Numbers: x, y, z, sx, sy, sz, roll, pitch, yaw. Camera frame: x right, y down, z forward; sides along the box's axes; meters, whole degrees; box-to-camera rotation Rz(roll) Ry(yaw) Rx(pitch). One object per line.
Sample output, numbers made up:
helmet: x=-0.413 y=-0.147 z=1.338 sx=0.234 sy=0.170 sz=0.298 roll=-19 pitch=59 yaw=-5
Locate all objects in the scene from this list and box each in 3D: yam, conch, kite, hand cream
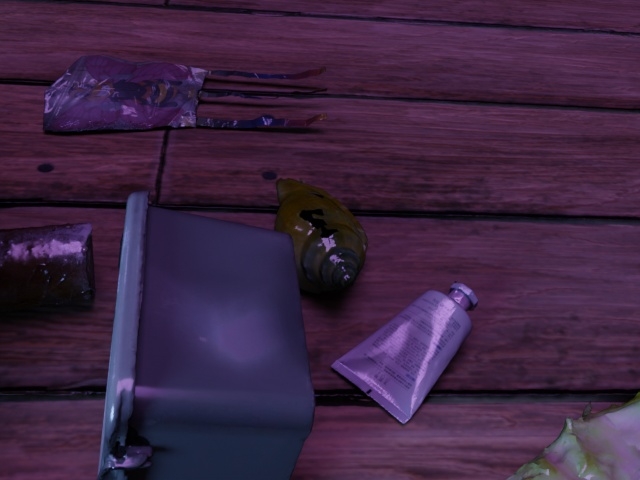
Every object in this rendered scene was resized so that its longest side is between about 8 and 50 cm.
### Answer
yam: x=-0.272 y=0.027 z=0.678 sx=0.141 sy=0.079 sz=0.079 roll=-6 pitch=42 yaw=-17
conch: x=0.000 y=-0.002 z=0.760 sx=0.095 sy=0.079 sz=0.200 roll=20 pitch=30 yaw=-14
kite: x=-0.171 y=-0.185 z=0.983 sx=0.360 sy=0.022 sz=0.204 roll=2 pitch=40 yaw=0
hand cream: x=0.087 y=0.091 z=0.685 sx=0.084 sy=0.053 sz=0.142 roll=34 pitch=63 yaw=29

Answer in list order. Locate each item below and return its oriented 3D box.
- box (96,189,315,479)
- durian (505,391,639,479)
box: x=-0.091 y=0.087 z=0.580 sx=0.135 sy=0.163 sz=0.243 roll=6 pitch=39 yaw=-15
durian: x=0.159 y=0.197 z=0.489 sx=0.352 sy=0.158 sz=0.169 roll=-31 pitch=41 yaw=-31
